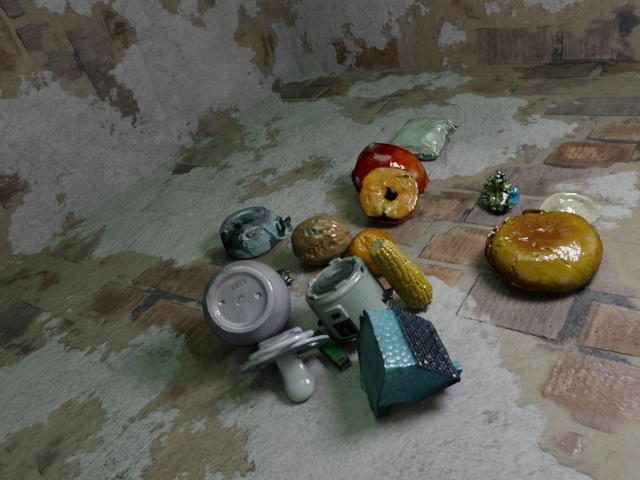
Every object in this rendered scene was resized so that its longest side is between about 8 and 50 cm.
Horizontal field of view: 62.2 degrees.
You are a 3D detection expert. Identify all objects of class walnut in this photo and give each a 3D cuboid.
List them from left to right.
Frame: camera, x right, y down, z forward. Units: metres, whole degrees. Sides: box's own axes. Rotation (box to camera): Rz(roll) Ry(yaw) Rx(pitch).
[{"bbox_3d":[0.000,0.000,2.039,0.245,0.198,0.198,-12,32,21],"label":"walnut"}]

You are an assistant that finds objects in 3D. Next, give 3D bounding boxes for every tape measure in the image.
[{"bbox_3d":[-0.295,-0.045,2.282,0.275,0.147,0.256,-35,36,-28],"label":"tape measure"}]

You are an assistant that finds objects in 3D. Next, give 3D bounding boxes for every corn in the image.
[{"bbox_3d":[0.253,0.103,1.663,0.106,0.305,0.106,-29,33,21],"label":"corn"}]

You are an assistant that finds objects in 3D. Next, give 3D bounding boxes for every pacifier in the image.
[{"bbox_3d":[-0.093,0.373,1.555,0.279,0.227,0.207,-25,75,10],"label":"pacifier"}]

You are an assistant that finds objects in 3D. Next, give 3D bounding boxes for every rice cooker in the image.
[{"bbox_3d":[0.093,0.193,1.674,0.281,0.227,0.241,-26,22,25],"label":"rice cooker"}]

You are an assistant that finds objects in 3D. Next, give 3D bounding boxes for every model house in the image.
[{"bbox_3d":[0.240,0.322,1.465,0.241,0.225,0.261,-5,35,-8],"label":"model house"}]

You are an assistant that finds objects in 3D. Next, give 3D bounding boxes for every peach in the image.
[{"bbox_3d":[0.316,-0.292,2.374,0.339,0.281,0.281,21,36,-6],"label":"peach"}]

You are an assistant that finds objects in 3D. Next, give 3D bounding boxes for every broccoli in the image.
[{"bbox_3d":[0.695,-0.196,2.057,0.155,0.160,0.167,34,75,30],"label":"broccoli"}]

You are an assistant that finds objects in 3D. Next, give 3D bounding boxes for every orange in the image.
[{"bbox_3d":[0.189,0.042,1.914,0.178,0.155,0.177,-6,71,18],"label":"orange"}]

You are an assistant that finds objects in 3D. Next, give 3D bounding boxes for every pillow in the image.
[{"bbox_3d":[0.504,-0.503,2.632,0.310,0.138,0.283,12,51,40],"label":"pillow"}]

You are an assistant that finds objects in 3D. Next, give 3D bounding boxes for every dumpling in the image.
[{"bbox_3d":[0.853,-0.096,1.840,0.181,0.155,0.111,-28,9,-1],"label":"dumpling"}]

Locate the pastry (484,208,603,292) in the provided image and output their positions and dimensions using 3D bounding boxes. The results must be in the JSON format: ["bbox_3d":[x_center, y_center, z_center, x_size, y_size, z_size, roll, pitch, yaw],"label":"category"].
[{"bbox_3d":[0.715,0.028,1.706,0.356,0.163,0.356,-9,33,6],"label":"pastry"}]

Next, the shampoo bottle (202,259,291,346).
[{"bbox_3d":[-0.230,0.206,1.702,0.273,0.266,0.272,-1,75,3],"label":"shampoo bottle"}]

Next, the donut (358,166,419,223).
[{"bbox_3d":[0.282,-0.183,2.169,0.254,0.253,0.118,-3,-10,15],"label":"donut"}]

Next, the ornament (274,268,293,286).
[{"bbox_3d":[-0.208,0.206,1.927,0.202,0.080,0.236,-9,31,17],"label":"ornament"}]

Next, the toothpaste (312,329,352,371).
[{"bbox_3d":[0.029,0.340,1.653,0.043,0.037,0.178,-33,35,-18],"label":"toothpaste"}]
